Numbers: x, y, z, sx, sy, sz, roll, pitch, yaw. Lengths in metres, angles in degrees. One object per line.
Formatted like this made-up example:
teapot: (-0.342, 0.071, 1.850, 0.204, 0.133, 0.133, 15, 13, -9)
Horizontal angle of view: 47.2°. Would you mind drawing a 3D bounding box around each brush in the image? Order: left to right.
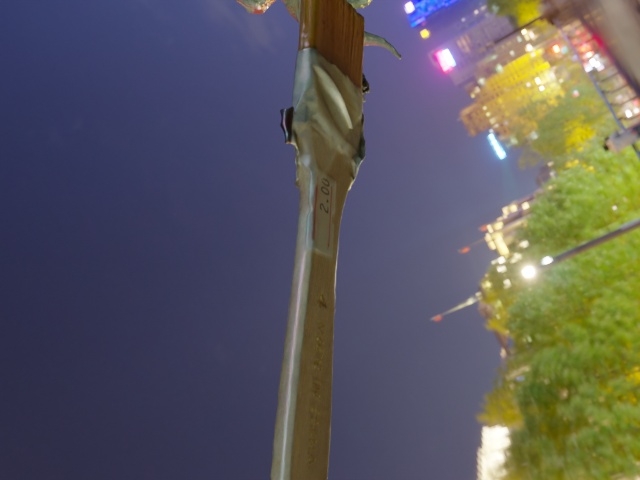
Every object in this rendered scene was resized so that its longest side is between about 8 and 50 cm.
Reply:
brush: (0.000, 0.000, 0.437, 0.085, 0.020, 0.336, 28, -118, -56)

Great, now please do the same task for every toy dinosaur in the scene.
toy dinosaur: (0.001, -0.315, 1.020, 0.242, 0.167, 0.053, 40, -131, -10)

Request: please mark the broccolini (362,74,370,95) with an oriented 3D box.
broccolini: (0.030, -0.184, 1.102, 0.068, 0.091, 0.202, 37, 162, 11)
